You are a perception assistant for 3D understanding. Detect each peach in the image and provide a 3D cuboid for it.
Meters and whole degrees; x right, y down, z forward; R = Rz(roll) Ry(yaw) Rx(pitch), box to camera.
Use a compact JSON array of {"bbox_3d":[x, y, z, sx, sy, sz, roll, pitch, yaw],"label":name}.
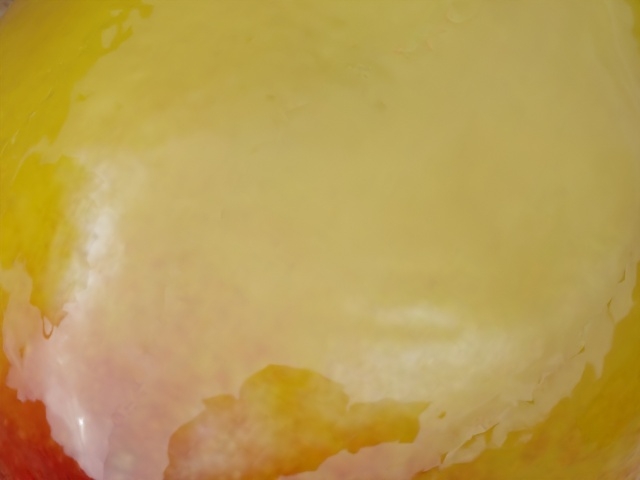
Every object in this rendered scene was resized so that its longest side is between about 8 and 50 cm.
[{"bbox_3d":[-0.003,0.001,0.587,0.289,0.289,0.308,42,75,7],"label":"peach"}]
